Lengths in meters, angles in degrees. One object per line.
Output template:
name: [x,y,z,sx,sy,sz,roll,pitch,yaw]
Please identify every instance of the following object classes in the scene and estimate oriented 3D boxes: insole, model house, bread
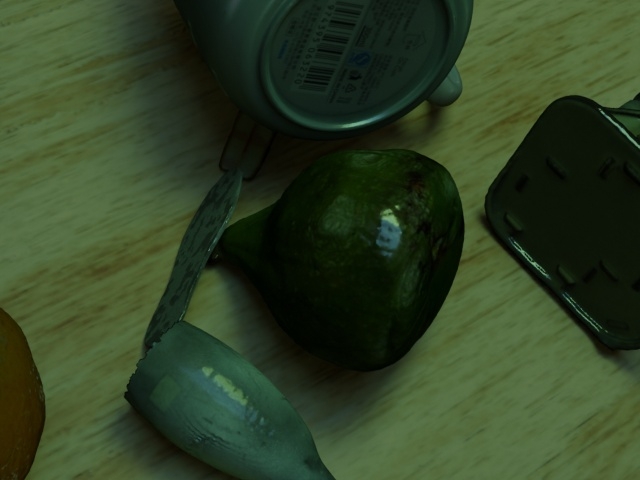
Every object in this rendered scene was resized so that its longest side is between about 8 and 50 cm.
insole: [-0.113,0.013,1.009,0.006,0.065,0.193,38,56,-28]
model house: [0.345,-0.064,1.104,0.279,0.205,0.218,-31,73,-35]
bread: [-0.061,-0.117,1.096,0.043,0.062,0.109,24,56,-5]

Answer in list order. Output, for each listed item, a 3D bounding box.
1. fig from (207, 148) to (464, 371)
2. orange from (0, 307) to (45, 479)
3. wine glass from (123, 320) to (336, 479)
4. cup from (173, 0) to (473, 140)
fig: [0.000,0.000,0.982,0.235,0.203,0.203,18,55,22]
orange: [-0.316,0.129,0.824,0.224,0.170,0.224,6,59,-9]
wine glass: [-0.029,0.183,0.827,0.309,0.264,0.096,37,93,8]
cup: [0.022,-0.233,1.065,0.357,0.259,0.274,29,27,-42]
